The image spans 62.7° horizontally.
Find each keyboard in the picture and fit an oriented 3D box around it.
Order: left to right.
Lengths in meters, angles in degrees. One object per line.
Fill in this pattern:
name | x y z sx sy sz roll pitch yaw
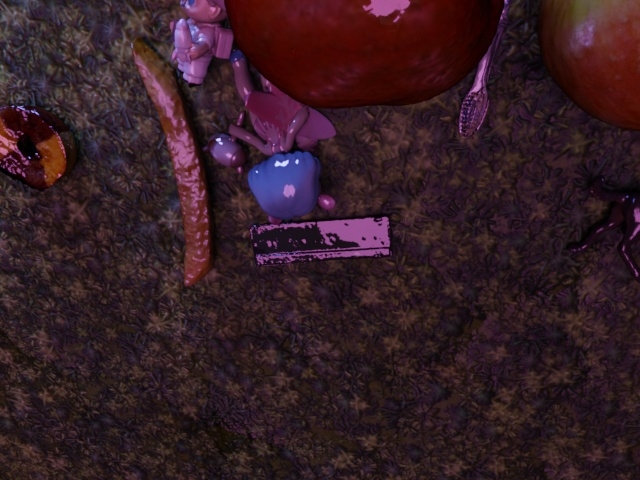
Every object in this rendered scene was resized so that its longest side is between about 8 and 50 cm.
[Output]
keyboard | 0.000 0.000 0.853 0.231 0.023 0.072 -4 106 11

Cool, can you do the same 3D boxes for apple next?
apple | 0.387 -0.262 0.533 0.250 0.277 0.309 25 142 -15

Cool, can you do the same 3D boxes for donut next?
donut | -0.462 -0.152 0.845 0.140 0.059 0.140 4 114 9

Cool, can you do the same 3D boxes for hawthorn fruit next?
hawthorn fruit | 0.045 -0.278 0.573 0.311 0.295 0.295 -5 114 1

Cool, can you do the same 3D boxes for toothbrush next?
toothbrush | 0.235 -0.329 0.654 0.035 0.042 0.413 11 113 5

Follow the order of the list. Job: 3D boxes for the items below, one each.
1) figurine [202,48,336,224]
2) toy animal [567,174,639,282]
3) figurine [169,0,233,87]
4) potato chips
figurine | -0.088 -0.146 0.758 0.205 0.103 0.260 -14 101 14
toy animal | 0.472 -0.014 0.742 0.232 0.084 0.148 21 104 1
figurine | -0.144 -0.316 0.686 0.112 0.137 0.229 6 124 -28
potato chips | -0.215 -0.106 0.822 0.080 0.057 0.407 -3 114 8
